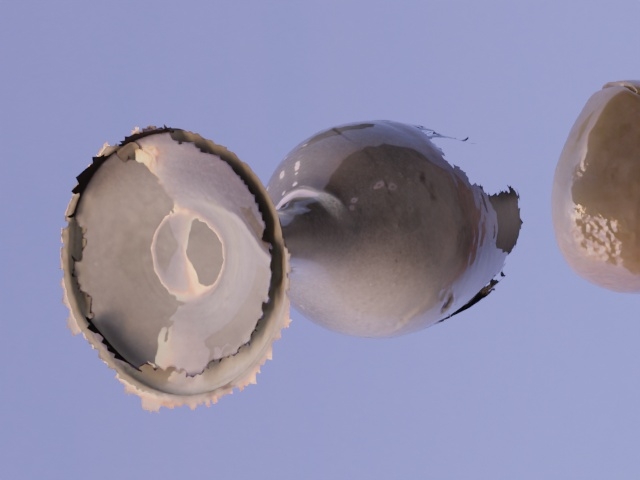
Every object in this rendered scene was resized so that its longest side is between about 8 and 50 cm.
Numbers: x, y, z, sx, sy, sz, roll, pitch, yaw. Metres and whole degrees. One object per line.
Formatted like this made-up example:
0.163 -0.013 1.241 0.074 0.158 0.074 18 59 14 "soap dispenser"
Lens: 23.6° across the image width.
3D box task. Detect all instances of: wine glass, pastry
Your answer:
0.000 0.000 0.870 0.321 0.143 0.143 -13 -80 -60 "wine glass"
0.231 -0.038 1.101 0.156 0.092 0.156 -10 -77 -54 "pastry"
